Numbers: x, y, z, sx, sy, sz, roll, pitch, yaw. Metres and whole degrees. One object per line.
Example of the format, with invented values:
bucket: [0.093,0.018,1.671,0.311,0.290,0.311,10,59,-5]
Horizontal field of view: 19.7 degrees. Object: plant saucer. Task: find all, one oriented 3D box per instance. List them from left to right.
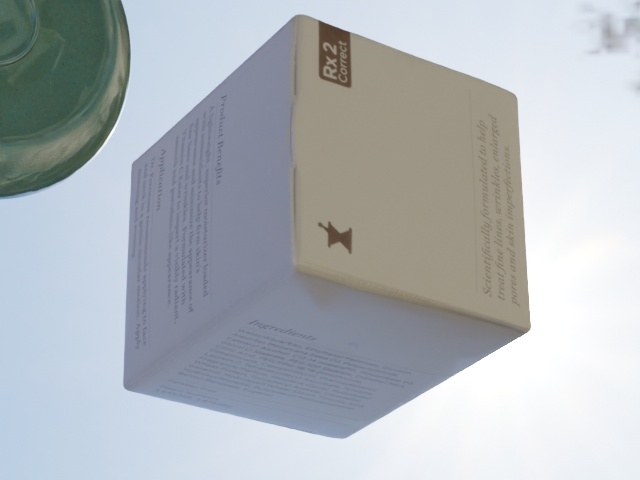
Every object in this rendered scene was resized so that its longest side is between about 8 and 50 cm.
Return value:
plant saucer: [-0.297,-0.192,1.594,0.318,0.044,0.317,12,-113,-30]

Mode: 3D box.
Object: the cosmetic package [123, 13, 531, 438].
cosmetic package: [0.000,0.000,1.015,0.151,0.184,0.151,17,-122,-30]
